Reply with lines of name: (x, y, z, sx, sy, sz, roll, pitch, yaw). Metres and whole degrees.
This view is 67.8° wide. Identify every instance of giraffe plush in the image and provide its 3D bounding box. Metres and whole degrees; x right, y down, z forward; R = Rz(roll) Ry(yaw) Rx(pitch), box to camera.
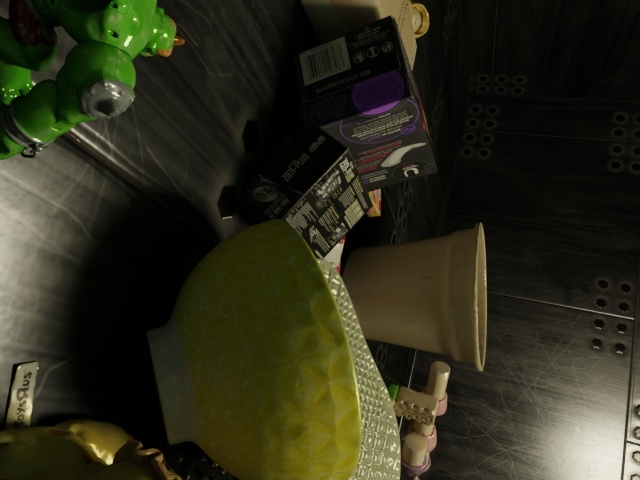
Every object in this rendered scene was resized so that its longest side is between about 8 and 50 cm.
giraffe plush: (-0.169, 0.213, 0.363, 0.181, 0.171, 0.210, -30, 126, -64)

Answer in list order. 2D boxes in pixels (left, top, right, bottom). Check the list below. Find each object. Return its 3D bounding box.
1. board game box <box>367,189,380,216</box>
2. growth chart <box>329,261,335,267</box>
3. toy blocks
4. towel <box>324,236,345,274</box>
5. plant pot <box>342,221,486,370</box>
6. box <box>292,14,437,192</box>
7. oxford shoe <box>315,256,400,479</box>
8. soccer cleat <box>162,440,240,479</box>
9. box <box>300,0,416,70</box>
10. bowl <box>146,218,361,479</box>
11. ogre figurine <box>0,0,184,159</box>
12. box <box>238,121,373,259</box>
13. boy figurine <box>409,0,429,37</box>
board game box: (0.105, -0.193, 1.029, 0.124, 0.039, 0.259, 42, 45, -67)
growth chart: (-0.021, 0.144, 0.862, 0.172, 0.021, 0.237, -4, 106, -67)
toy blocks: (0.109, 0.420, 1.038, 0.309, 0.289, 0.259, -49, 148, -55)
towel: (0.000, 0.000, 0.905, 0.237, 0.037, 0.328, 6, 94, -69)
plant pot: (0.226, 0.125, 1.132, 0.334, 0.306, 0.333, 0, 90, -68)
box: (0.085, -0.202, 0.789, 0.270, 0.165, 0.143, 38, 41, -65)
oxford shoe: (0.009, 0.242, 0.729, 0.169, 0.130, 0.449, -24, 98, -47)
soccer cleat: (-0.147, 0.302, 0.492, 0.116, 0.109, 0.318, -45, -157, 12)
box: (0.075, -0.373, 0.810, 0.311, 0.121, 0.147, 40, 61, -66)
bowl: (-0.093, 0.131, 0.505, 0.156, 0.289, 0.289, -11, 117, -22)
ogre figurine: (-0.159, -0.147, 0.303, 0.097, 0.118, 0.197, 59, 45, -60)
box: (-0.013, -0.057, 0.700, 0.147, 0.077, 0.180, -47, 154, -3)
boy figurine: (0.168, -0.488, 1.050, 0.285, 0.092, 0.177, -26, 120, -61)
